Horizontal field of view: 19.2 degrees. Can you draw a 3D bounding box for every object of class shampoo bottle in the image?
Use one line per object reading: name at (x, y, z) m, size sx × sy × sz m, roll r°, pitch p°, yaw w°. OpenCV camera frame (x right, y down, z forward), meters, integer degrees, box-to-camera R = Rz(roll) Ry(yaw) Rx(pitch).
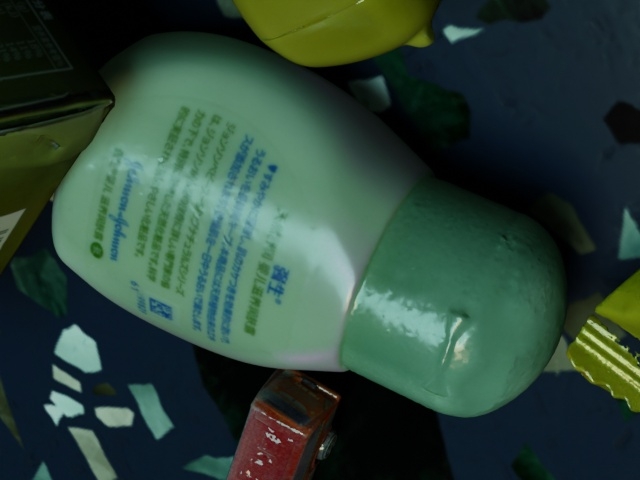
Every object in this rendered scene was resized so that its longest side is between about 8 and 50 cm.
shampoo bottle at (0.000, 0.000, 1.282) m, size 0.349 × 0.151 × 0.222 m, roll 24°, pitch 118°, yaw 15°

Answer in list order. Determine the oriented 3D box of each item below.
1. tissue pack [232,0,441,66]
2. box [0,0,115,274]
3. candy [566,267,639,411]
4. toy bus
tissue pack at (0.019, -0.189, 1.150) m, size 0.123 × 0.178 × 0.127 m, roll -17°, pitch 126°, yaw 34°
box at (-0.365, -0.121, 1.327) m, size 0.420 × 0.138 × 0.373 m, roll 56°, pitch 131°, yaw 19°
candy at (0.301, 0.019, 1.183) m, size 0.187 × 0.081 × 0.297 m, roll 37°, pitch 116°, yaw 5°
toy bus at (-0.042, 0.186, 1.453) m, size 0.065 × 0.077 × 0.192 m, roll 28°, pitch 125°, yaw 14°
